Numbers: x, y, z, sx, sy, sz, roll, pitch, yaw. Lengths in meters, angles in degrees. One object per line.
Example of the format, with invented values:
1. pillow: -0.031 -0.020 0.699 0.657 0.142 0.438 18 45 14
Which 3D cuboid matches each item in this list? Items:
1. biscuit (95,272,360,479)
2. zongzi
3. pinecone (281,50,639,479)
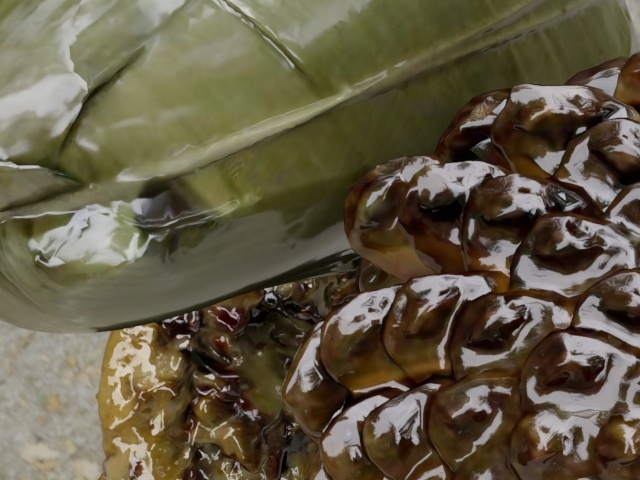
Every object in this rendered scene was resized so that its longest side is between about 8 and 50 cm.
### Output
1. biscuit: -0.005 0.123 0.918 0.081 0.334 0.289 0 77 45
2. zongzi: 0.000 0.000 0.579 0.181 0.418 0.447 0 41 52
3. pinecone: 0.121 0.051 0.478 0.246 0.292 0.246 3 100 19
